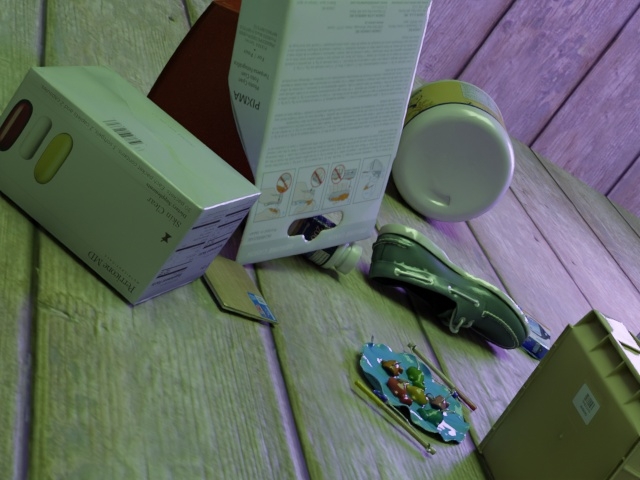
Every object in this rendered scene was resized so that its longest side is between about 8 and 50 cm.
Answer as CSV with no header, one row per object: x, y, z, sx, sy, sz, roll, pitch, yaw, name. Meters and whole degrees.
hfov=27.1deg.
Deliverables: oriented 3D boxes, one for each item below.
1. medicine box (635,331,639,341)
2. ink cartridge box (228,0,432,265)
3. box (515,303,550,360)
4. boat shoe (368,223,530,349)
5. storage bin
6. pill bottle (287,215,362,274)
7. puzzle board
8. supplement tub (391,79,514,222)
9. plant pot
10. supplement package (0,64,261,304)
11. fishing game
0.798,0.291,2.644,0.263,0.149,0.289,27,19,-30,medicine box
-0.005,-0.173,1.851,0.091,0.385,0.308,29,25,34,ink cartridge box
0.367,0.163,2.347,0.081,0.028,0.136,37,15,0,box
0.203,0.099,2.137,0.319,0.116,0.099,37,59,-21,boat shoe
0.343,0.263,1.657,0.123,0.260,0.262,25,20,-21,storage bin
0.000,0.000,1.989,0.120,0.067,0.067,32,18,-14,pill bottle
-0.115,0.059,1.712,0.096,0.011,0.128,22,23,-42,puzzle board
0.263,-0.194,2.712,0.241,0.241,0.331,34,17,-9,supplement tub
-0.095,-0.222,2.001,0.267,0.236,0.267,24,16,8,plant pot
-0.239,-0.073,1.585,0.262,0.145,0.204,39,17,9,supplement package
0.132,0.195,1.791,0.189,0.041,0.264,44,18,14,fishing game
